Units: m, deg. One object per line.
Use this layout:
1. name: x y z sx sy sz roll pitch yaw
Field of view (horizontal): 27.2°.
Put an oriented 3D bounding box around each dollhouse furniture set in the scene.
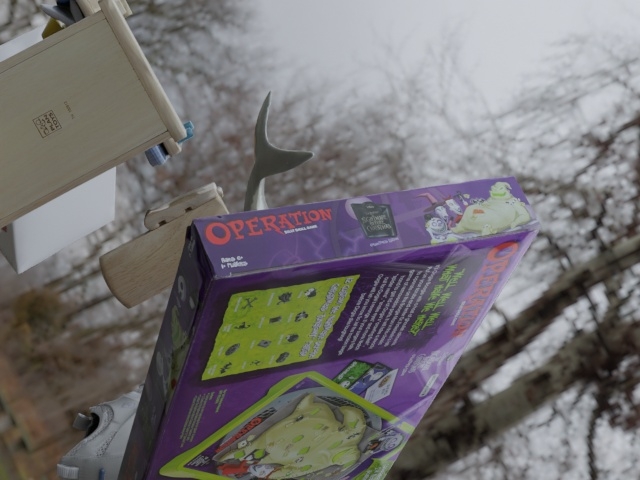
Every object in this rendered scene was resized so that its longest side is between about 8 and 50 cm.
1. dollhouse furniture set: -0.226 -0.088 1.274 0.286 0.198 0.303 62 0 -12

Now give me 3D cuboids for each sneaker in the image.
1. sneaker: -0.190 0.182 1.346 0.281 0.115 0.105 -77 178 -80

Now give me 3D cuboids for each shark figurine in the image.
1. shark figurine: -0.027 -0.007 1.373 0.278 0.166 0.116 51 17 -31

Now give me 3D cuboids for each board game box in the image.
1. board game box: -0.013 0.093 0.861 0.346 0.208 0.056 113 -35 -49

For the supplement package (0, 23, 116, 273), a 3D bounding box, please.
1. supplement package: -0.405 -0.121 1.849 0.177 0.175 0.293 49 -26 18
